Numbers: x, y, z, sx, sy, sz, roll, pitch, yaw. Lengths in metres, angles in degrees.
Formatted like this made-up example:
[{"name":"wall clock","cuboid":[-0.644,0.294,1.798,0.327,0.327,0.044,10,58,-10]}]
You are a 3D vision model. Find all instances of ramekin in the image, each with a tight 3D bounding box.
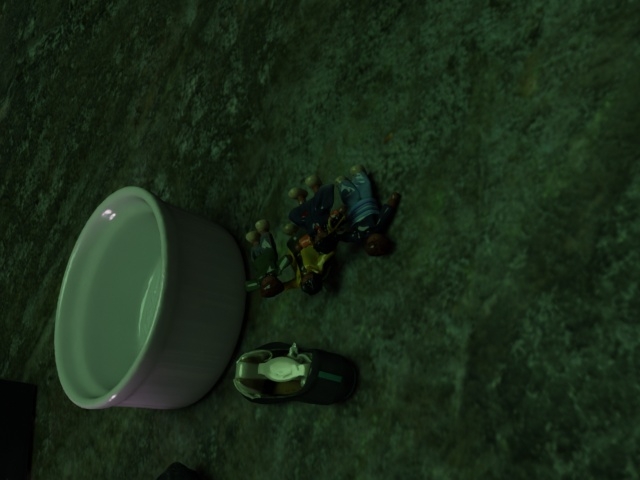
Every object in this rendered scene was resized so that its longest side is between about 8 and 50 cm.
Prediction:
[{"name":"ramekin","cuboid":[-0.214,0.082,1.250,0.277,0.135,0.277,-24,57,45]}]

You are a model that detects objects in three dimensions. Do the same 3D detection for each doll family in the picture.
[{"name":"doll family","cuboid":[0.000,0.000,1.062,0.193,0.076,0.111,-45,40,28]}]

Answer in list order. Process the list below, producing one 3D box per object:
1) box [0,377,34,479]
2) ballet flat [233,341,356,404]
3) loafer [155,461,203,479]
[{"name":"box","cuboid":[-0.665,0.321,1.598,0.296,0.294,0.183,-28,53,43]},{"name":"ballet flat","cuboid":[-0.048,0.141,1.070,0.203,0.074,0.074,-7,71,51]},{"name":"loafer","cuboid":[-0.201,0.371,1.176,0.078,0.076,0.223,33,98,57]}]
